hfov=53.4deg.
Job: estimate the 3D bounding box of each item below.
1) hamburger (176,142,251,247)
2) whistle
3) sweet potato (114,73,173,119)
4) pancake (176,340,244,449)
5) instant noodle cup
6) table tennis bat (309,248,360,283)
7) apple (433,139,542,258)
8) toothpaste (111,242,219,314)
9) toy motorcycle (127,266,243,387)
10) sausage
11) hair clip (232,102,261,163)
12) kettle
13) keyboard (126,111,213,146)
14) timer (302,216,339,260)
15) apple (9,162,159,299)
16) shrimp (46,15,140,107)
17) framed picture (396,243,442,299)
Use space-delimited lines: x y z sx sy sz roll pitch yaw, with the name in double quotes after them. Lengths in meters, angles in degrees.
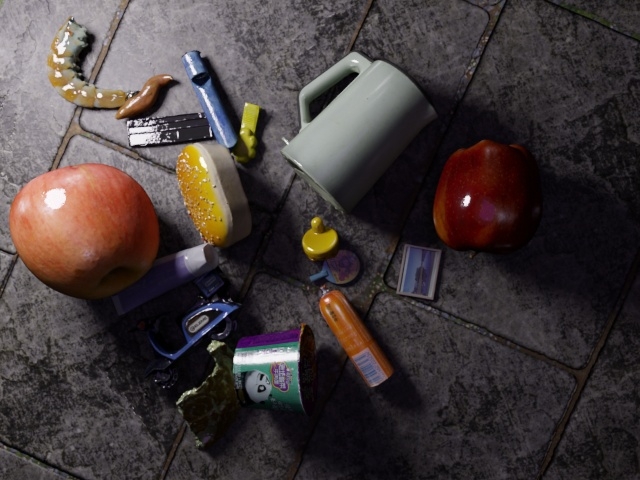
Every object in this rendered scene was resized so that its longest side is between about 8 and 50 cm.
-0.295 -0.123 1.749 0.152 0.227 0.295 -16 87 -21 "hamburger"
-0.310 -0.392 1.807 0.062 0.062 0.304 -24 84 2 "whistle"
-0.507 -0.409 1.833 0.202 0.058 0.055 -43 47 -2 "sweet potato"
-0.313 0.443 1.793 0.198 0.054 0.376 6 110 -34 "pancake"
-0.123 0.358 1.749 0.190 0.251 0.250 -4 91 10 "instant noodle cup"
0.042 0.084 1.842 0.155 0.019 0.100 -22 91 0 "table tennis bat"
0.450 -0.102 1.700 0.289 0.288 0.316 6 78 1 "apple"
-0.457 0.101 1.793 0.372 0.080 0.125 -22 91 21 "toothpaste"
-0.384 0.247 1.810 0.359 0.125 0.212 -41 81 -1 "toy motorcycle"
0.089 0.262 1.808 0.093 0.093 0.312 -34 90 2 "sausage"
-0.208 -0.305 1.828 0.072 0.046 0.173 15 93 5 "hair clip"
0.074 -0.318 1.751 0.376 0.250 0.361 -46 61 -1 "kettle"
-0.437 -0.320 1.848 0.251 0.017 0.087 -6 90 1 "keyboard"
0.000 0.000 1.796 0.107 0.109 0.107 -5 48 6 "timer"
-0.613 -0.016 1.686 0.364 0.364 0.363 0 91 2 "apple"
-0.681 -0.479 1.827 0.185 0.068 0.287 -40 92 4 "shrimp"
0.285 0.090 1.839 0.109 0.011 0.148 9 92 1 "framed picture"
